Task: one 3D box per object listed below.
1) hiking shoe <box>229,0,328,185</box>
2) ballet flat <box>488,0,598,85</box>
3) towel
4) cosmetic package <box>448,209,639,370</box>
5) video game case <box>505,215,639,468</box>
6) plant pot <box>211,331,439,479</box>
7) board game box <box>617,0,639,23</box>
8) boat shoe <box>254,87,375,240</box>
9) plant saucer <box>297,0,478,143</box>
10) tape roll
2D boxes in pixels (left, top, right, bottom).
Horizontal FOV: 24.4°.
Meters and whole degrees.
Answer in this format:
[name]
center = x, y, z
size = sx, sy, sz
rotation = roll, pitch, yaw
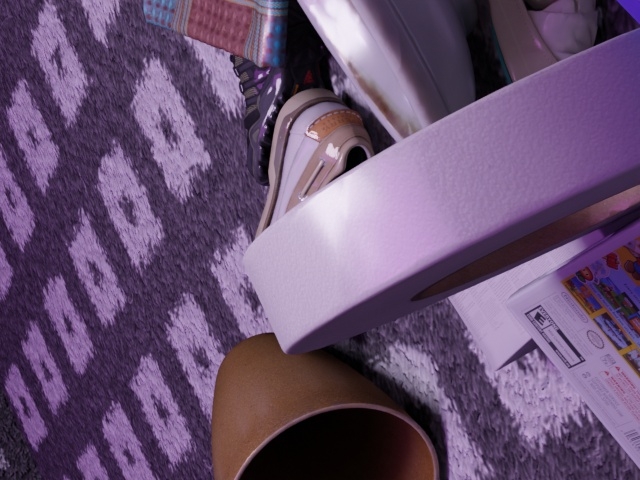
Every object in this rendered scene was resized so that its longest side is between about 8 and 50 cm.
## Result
[hiking shoe]
center = -0.046, -0.169, 1.542
size = 0.114, 0.086, 0.227
rotation = 48, 137, 47
[ballet flat]
center = 0.164, -0.195, 1.134
size = 0.086, 0.086, 0.249
rotation = -32, 80, 63
[towel]
center = -0.107, -0.376, 1.464
size = 0.271, 0.040, 0.370
rotation = 28, 121, 52
[cosmetic package]
center = 0.188, 0.016, 1.246
size = 0.099, 0.060, 0.239
rotation = 57, 151, 13
[video game case]
center = 0.267, 0.099, 1.129
size = 0.227, 0.026, 0.206
rotation = 51, 150, 1
[plant pot]
center = -0.028, 0.215, 1.640
size = 0.254, 0.237, 0.237
rotation = -128, 29, -56
[board game box]
center = 0.287, -0.140, 0.764
size = 0.347, 0.233, 0.078
rotation = 53, 150, 27
[boat shoe]
center = 0.000, 0.000, 1.527
size = 0.103, 0.113, 0.302
rotation = 47, 145, 47
[plant saucer]
center = 0.029, -0.235, 1.193
size = 0.400, 0.100, 0.400
rotation = 57, 179, 2
[tape roll]
center = 0.136, -0.035, 0.949
size = 0.072, 0.392, 0.392
rotation = 65, 153, 7
